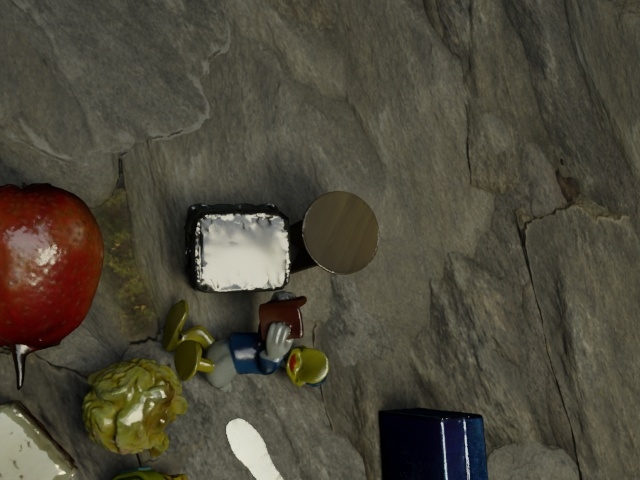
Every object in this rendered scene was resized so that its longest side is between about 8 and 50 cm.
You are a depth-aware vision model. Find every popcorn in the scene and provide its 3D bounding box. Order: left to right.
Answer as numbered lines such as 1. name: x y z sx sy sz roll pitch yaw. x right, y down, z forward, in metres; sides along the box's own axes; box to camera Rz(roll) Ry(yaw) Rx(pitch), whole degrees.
1. popcorn: -0.348 0.314 1.336 0.188 0.167 0.185 9 78 -23

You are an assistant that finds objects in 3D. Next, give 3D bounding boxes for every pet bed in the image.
1. pet bed: -0.178 0.013 1.473 0.211 0.159 0.183 -3 97 -19

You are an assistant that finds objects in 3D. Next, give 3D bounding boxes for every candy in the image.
1. candy: -0.605 0.435 1.226 0.321 0.135 0.179 -38 94 -24

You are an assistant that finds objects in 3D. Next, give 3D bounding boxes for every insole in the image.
1. insole: -0.132 0.456 1.484 0.065 0.004 0.197 -34 94 -24

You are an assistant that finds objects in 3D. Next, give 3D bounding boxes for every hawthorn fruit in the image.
1. hawthorn fruit: -0.524 0.075 1.245 0.285 0.285 0.368 5 83 -21

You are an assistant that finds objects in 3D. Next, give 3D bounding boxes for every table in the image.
1. table: 0.000 0.000 1.499 0.167 0.227 0.167 4 80 -22

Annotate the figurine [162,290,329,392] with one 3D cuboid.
1. figurine: -0.105 0.206 1.446 0.338 0.283 0.204 28 28 -34

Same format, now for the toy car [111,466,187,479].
1. toy car: -0.310 0.545 1.310 0.142 0.200 0.247 17 63 -49

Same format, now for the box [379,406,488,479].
1. box: 0.231 0.499 1.484 0.116 0.261 0.278 1 80 -25
